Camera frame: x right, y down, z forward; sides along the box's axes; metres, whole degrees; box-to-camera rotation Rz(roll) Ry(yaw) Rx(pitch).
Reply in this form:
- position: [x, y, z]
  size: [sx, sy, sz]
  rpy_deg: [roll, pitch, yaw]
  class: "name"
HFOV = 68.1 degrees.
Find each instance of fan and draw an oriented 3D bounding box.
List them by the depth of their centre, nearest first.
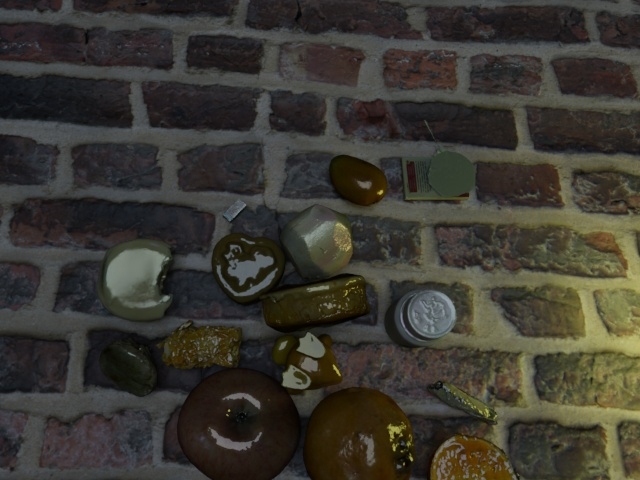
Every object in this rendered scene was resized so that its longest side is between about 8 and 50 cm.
- position: [0.437, -0.298, 1.687]
  size: [0.182, 0.010, 0.309]
  rpy_deg: [-20, 78, -10]
  class: "fan"

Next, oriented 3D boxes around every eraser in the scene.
- position: [-0.292, -0.102, 1.613]
  size: [0.038, 0.019, 0.083]
  rpy_deg: [42, 77, 6]
  class: "eraser"

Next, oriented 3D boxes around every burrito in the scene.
- position: [0.444, 0.501, 1.475]
  size: [0.230, 0.058, 0.063]
  rpy_deg: [26, 80, 6]
  class: "burrito"

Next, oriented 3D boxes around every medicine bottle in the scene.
- position: [0.294, 0.233, 1.415]
  size: [0.170, 0.293, 0.169]
  rpy_deg: [0, 74, -2]
  class: "medicine bottle"

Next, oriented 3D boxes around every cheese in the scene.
- position: [-0.562, 0.122, 1.485]
  size: [0.234, 0.127, 0.265]
  rpy_deg: [5, 76, -2]
  class: "cheese"

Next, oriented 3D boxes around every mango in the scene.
- position: [0.121, -0.204, 1.613]
  size: [0.221, 0.120, 0.151]
  rpy_deg: [27, 72, 11]
  class: "mango"

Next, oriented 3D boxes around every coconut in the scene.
- position: [0.000, 0.000, 1.502]
  size: [0.231, 0.227, 0.227]
  rpy_deg: [-31, 79, -11]
  class: "coconut"

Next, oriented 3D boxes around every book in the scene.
- position: [0.405, -0.221, 1.681]
  size: [0.232, 0.022, 0.162]
  rpy_deg: [-1, 73, -3]
  class: "book"

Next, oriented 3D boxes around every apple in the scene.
- position: [-0.224, 0.518, 1.324]
  size: [0.346, 0.269, 0.344]
  rpy_deg: [1, 74, -3]
  class: "apple"

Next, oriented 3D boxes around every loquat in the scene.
- position: [0.108, 0.566, 1.301]
  size: [0.329, 0.328, 0.327]
  rpy_deg: [1, 75, -3]
  class: "loquat"

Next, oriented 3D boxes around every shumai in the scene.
- position: [-0.562, 0.366, 1.428]
  size: [0.202, 0.201, 0.120]
  rpy_deg: [27, 34, 4]
  class: "shumai"

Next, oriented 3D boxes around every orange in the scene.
- position: [0.429, 0.724, 1.318]
  size: [0.275, 0.274, 0.310]
  rpy_deg: [-20, 43, -8]
  class: "orange"

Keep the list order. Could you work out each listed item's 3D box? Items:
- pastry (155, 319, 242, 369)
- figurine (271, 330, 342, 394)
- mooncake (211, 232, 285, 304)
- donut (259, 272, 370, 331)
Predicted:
- position: [-0.369, 0.319, 1.454]
  size: [0.250, 0.102, 0.154]
  rpy_deg: [3, 74, -2]
  class: "pastry"
- position: [-0.032, 0.360, 1.383]
  size: [0.216, 0.228, 0.214]
  rpy_deg: [0, 89, -20]
  class: "figurine"
- position: [-0.235, 0.093, 1.518]
  size: [0.235, 0.117, 0.234]
  rpy_deg: [2, 73, -5]
  class: "mooncake"
- position: [-0.012, 0.194, 1.415]
  size: [0.331, 0.330, 0.159]
  rpy_deg: [-10, 87, -6]
  class: "donut"
